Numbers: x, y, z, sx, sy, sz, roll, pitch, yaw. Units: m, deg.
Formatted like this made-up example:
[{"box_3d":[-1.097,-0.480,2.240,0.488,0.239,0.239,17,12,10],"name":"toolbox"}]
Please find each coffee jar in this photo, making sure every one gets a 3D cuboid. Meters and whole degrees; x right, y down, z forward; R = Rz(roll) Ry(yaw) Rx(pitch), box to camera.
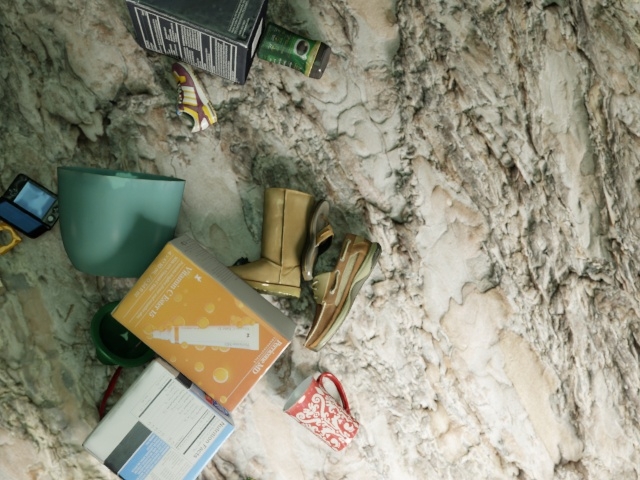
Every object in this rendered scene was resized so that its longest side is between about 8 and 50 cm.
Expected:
[{"box_3d":[-0.068,-0.495,1.941,0.184,0.079,0.096,21,78,-4],"name":"coffee jar"}]

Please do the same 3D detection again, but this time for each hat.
[{"box_3d":[-0.517,0.278,1.820,0.173,0.183,0.208,38,38,-9],"name":"hat"}]

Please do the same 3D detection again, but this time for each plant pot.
[{"box_3d":[-0.474,-0.042,1.740,0.292,0.293,0.235,6,97,-7],"name":"plant pot"}]

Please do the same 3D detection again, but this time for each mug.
[{"box_3d":[0.017,0.420,1.834,0.169,0.113,0.150,42,82,-5],"name":"mug"}]

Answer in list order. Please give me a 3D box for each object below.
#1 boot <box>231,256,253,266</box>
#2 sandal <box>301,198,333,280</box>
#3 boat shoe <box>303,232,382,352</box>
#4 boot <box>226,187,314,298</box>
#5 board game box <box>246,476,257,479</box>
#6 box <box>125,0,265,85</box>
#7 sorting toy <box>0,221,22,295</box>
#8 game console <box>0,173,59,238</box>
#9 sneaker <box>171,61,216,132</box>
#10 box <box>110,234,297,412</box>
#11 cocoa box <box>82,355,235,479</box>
[{"box_3d":[-0.197,0.108,1.872,0.099,0.045,0.121,42,73,-4],"name":"boot"},{"box_3d":[0.000,0.000,1.867,0.060,0.090,0.219,4,59,15],"name":"sandal"},{"box_3d":[0.035,0.126,1.873,0.119,0.122,0.324,30,72,2],"name":"boat shoe"},{"box_3d":[-0.140,-0.002,1.849,0.236,0.089,0.270,13,74,-25],"name":"boot"},{"box_3d":[-0.088,0.698,1.828,0.259,0.030,0.136,25,79,-4],"name":"board game box"},{"box_3d":[-0.292,-0.550,1.806,0.293,0.296,0.183,19,82,-6],"name":"box"},{"box_3d":[-0.878,0.078,1.782,0.347,0.047,0.196,-28,92,-10],"name":"sorting toy"},{"box_3d":[-0.715,-0.086,1.802,0.144,0.085,0.124,33,81,-4],"name":"game console"},{"box_3d":[-0.344,-0.367,1.893,0.083,0.069,0.186,-32,88,-15],"name":"sneaker"},{"box_3d":[-0.255,0.181,1.674,0.345,0.168,0.215,39,97,-1],"name":"box"},{"box_3d":[-0.349,0.417,1.662,0.228,0.347,0.231,40,79,-2],"name":"cocoa box"}]
